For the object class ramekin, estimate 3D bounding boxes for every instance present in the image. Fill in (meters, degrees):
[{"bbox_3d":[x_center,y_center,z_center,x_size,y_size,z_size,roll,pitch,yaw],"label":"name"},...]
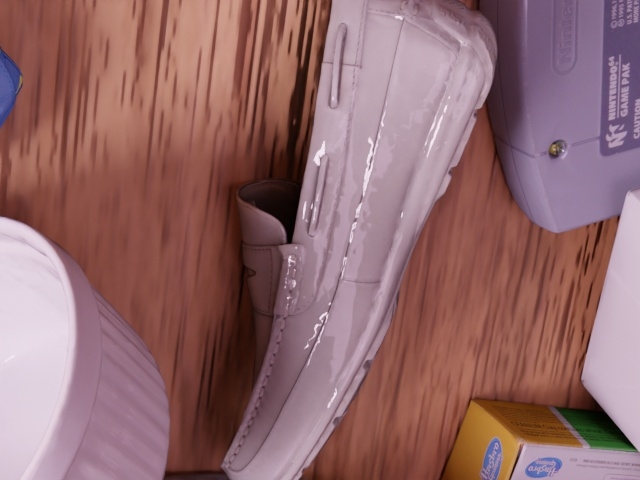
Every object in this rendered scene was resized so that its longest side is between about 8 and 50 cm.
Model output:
[{"bbox_3d":[-0.174,0.102,0.865,0.207,0.207,0.109,-49,136,-2],"label":"ramekin"}]

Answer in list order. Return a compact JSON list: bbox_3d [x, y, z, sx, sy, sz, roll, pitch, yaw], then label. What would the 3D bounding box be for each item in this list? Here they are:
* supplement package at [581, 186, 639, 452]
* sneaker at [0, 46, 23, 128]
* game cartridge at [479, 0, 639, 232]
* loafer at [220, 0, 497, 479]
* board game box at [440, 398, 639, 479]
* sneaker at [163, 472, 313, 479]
[{"bbox_3d":[0.347,0.053,1.121,0.262,0.199,0.198,-21,142,-22],"label":"supplement package"},{"bbox_3d":[-0.238,-0.029,0.830,0.240,0.091,0.126,-46,128,-6],"label":"sneaker"},{"bbox_3d":[0.191,-0.158,1.052,0.196,0.060,0.294,-17,120,-27],"label":"game cartridge"},{"bbox_3d":[0.000,0.000,0.991,0.111,0.112,0.320,22,103,0],"label":"loafer"},{"bbox_3d":[0.163,0.277,1.231,0.242,0.064,0.317,10,107,-34],"label":"board game box"},{"bbox_3d":[-0.074,0.215,1.025,0.321,0.126,0.128,7,105,-24],"label":"sneaker"}]
